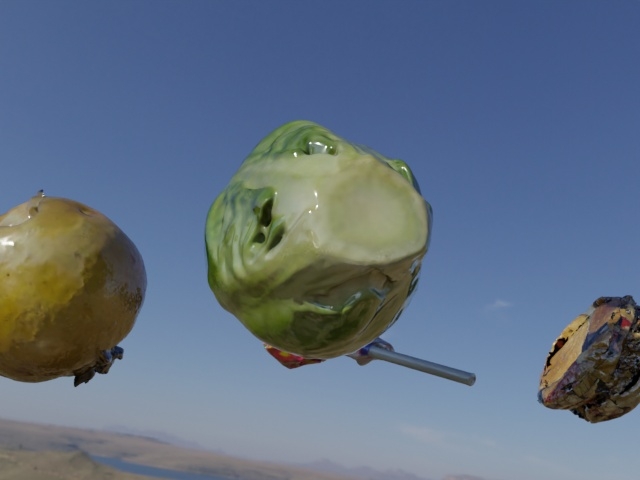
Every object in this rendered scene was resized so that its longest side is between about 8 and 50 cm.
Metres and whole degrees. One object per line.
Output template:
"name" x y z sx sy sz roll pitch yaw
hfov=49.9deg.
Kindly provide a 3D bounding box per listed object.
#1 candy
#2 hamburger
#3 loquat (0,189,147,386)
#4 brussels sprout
"candy" 0.055 0.146 0.957 0.365 0.124 0.124 8 -14 44
"hamburger" 0.445 0.192 1.106 0.107 0.231 0.231 32 -19 3
"loquat" -0.325 0.069 0.839 0.244 0.244 0.244 8 -18 3
"brussels sprout" 0.000 0.000 0.660 0.210 0.219 0.271 32 -15 -10
